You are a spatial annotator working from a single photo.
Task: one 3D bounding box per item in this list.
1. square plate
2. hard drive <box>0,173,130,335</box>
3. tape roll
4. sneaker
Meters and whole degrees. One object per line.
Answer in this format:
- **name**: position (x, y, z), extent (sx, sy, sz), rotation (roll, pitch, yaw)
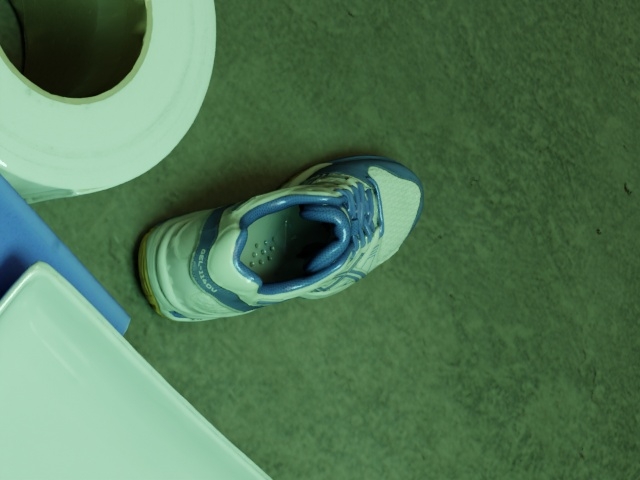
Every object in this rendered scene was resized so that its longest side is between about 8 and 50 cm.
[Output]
- **square plate**: position (-0.210, 0.234, 1.136), extent (0.347, 0.049, 0.344), rotation (-52, 135, -13)
- **hard drive**: position (-0.255, 0.058, 1.069), extent (0.210, 0.040, 0.319), rotation (-53, 150, -13)
- **tape roll**: position (-0.217, -0.148, 1.166), extent (0.246, 0.169, 0.246), rotation (5, 82, -40)
- **sneaker**: position (0.000, 0.000, 1.365), extent (0.296, 0.131, 0.112), rotation (-23, 99, -41)
